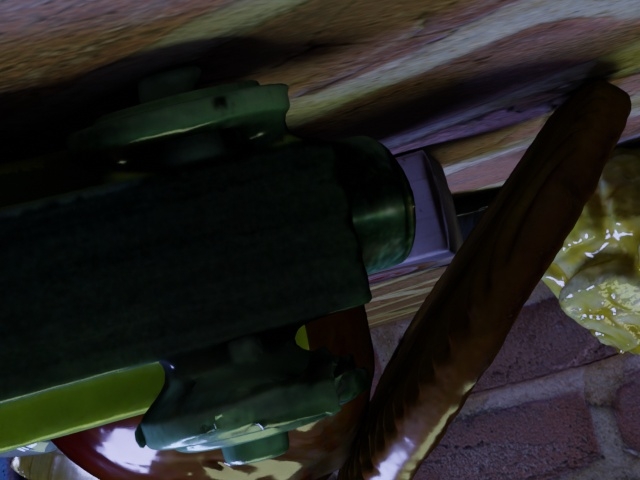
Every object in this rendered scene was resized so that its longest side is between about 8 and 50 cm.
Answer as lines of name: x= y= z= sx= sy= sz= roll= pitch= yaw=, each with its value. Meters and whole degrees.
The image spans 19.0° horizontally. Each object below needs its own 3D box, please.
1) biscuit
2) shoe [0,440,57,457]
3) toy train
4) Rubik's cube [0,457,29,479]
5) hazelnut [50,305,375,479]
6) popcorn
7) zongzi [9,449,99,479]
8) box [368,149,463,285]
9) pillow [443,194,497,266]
biscuit: x=0.097 y=0.034 z=1.198 sx=0.318 sy=0.040 sz=0.318 roll=-59 pitch=180 yaw=0
shoe: x=-0.282 y=0.133 z=1.537 sx=0.195 sy=0.078 sz=0.079 roll=26 pitch=-147 yaw=22
toy train: x=-0.183 y=0.040 z=0.860 sx=0.442 sy=0.179 sz=0.272 roll=-14 pitch=-179 yaw=-22
Rubik's cube: x=-0.384 y=0.287 z=1.860 sx=0.305 sy=0.307 sz=0.310 roll=-4 pitch=171 yaw=10
hazelnut: x=-0.064 y=0.061 z=1.139 sx=0.217 sy=0.217 sz=0.251 roll=-12 pitch=157 yaw=-27
popcorn: x=0.278 y=0.003 z=1.661 sx=0.167 sy=0.185 sz=0.187 roll=-41 pitch=151 yaw=15
zongzi: x=-0.157 y=0.058 z=1.633 sx=0.123 sy=0.289 sz=0.260 roll=22 pitch=-141 yaw=13
box: x=0.000 y=0.000 z=1.386 sx=0.199 sy=0.081 sz=0.135 roll=-17 pitch=174 yaw=9
pillow: x=0.131 y=-0.011 z=1.769 sx=0.208 sy=0.055 sz=0.141 roll=-11 pitch=166 yaw=-40
